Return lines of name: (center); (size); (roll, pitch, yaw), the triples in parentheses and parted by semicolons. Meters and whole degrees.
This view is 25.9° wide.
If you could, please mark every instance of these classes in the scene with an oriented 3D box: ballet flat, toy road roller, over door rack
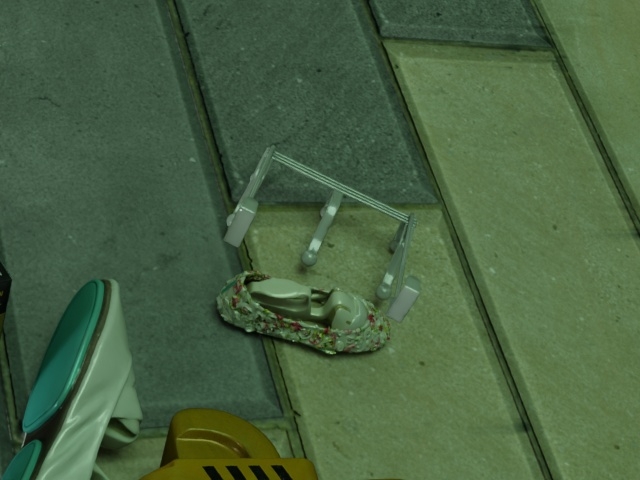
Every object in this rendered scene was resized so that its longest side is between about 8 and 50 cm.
ballet flat: (-0.012, 0.090, 1.769); (0.241, 0.077, 0.091); (9, 51, -19)
toy road roller: (-0.056, 0.303, 1.481); (0.329, 0.202, 0.240); (3, 39, -19)
over door rack: (0.000, 0.000, 1.780); (0.239, 0.108, 0.324); (25, 17, -4)
ballet flat: (-0.269, 0.228, 1.522); (0.139, 0.139, 0.400); (21, 52, -7)

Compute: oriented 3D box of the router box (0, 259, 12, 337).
router box: (-0.480, 0.130, 1.406); (0.309, 0.243, 0.081); (-18, 57, -34)
